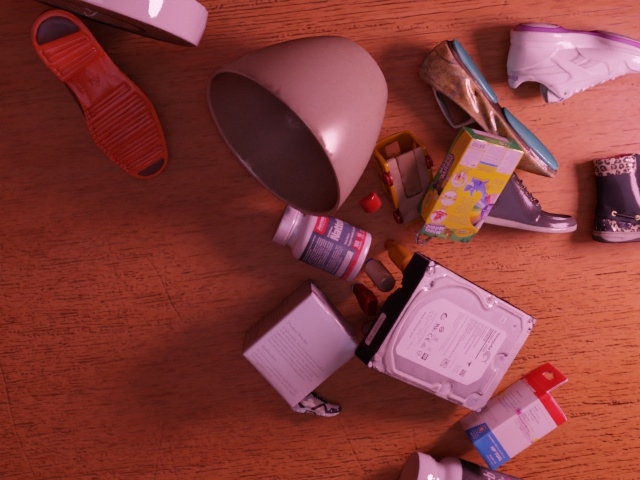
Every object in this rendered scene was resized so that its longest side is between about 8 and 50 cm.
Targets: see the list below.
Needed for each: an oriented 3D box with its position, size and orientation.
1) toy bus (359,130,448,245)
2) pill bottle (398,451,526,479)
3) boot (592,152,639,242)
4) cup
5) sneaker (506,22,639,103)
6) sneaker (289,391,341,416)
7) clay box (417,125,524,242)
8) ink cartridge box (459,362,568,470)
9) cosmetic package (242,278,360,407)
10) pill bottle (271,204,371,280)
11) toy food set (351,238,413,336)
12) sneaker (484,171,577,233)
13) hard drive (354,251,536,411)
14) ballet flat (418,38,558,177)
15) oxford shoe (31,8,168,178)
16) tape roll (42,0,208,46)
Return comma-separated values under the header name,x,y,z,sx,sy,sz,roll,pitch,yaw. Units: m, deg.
name,x,y,z,sx,sy,sz,roll,pitch,yaw
toy bus,0.170,-0.117,1.599,0.191,0.104,0.202,17,115,-30
pill bottle,0.308,0.544,1.673,0.279,0.162,0.162,19,96,-6
boot,0.669,-0.091,1.643,0.236,0.085,0.178,-6,96,-2
cup,-0.013,-0.244,1.491,0.237,0.331,0.331,-45,99,-21
sneaker,0.516,-0.344,1.601,0.305,0.114,0.152,7,111,0
sneaker,-0.008,0.341,1.687,0.109,0.040,0.043,8,95,-5
clay box,0.279,-0.102,1.547,0.127,0.053,0.222,11,123,-26
ink cartridge box,0.414,0.360,1.666,0.231,0.134,0.078,-35,98,3
cosmetic package,-0.039,0.200,1.609,0.184,0.151,0.151,-40,99,3
pill bottle,0.000,0.000,1.605,0.180,0.108,0.108,23,96,-7
toy food set,0.129,0.120,1.653,0.111,0.104,0.232,-8,117,-16
sneaker,0.418,-0.082,1.630,0.222,0.083,0.118,8,97,-3
hard drive,0.256,0.191,1.596,0.339,0.064,0.237,28,95,-35
ballet flat,0.325,-0.239,1.598,0.123,0.123,0.348,-42,99,3
oxford shoe,-0.410,-0.284,1.543,0.130,0.133,0.363,-30,117,-4
tape roll,-0.392,-0.425,1.384,0.392,0.392,0.072,17,96,-5
